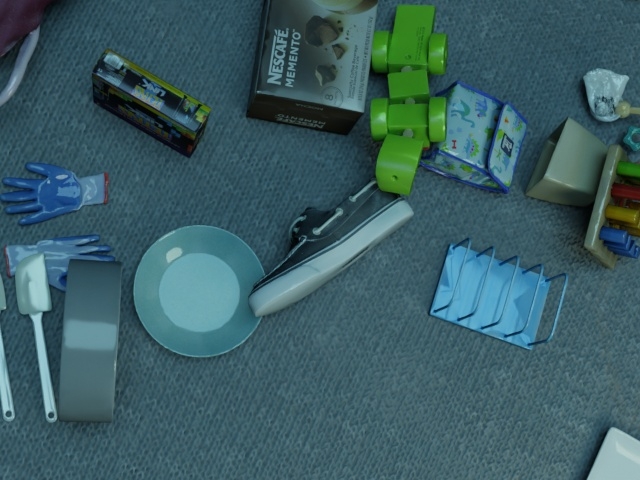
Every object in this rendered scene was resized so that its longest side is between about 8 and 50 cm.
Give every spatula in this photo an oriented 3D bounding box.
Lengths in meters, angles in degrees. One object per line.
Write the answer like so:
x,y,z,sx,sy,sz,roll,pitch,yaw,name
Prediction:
-0.460,0.148,1.563,0.168,0.019,0.242,-8,85,-10,spatula

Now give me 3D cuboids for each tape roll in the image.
-0.310,0.135,1.489,0.072,0.219,0.219,4,79,-11,tape roll

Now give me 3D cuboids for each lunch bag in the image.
0.244,-0.156,1.709,0.151,0.096,0.129,23,74,-18,lunch bag

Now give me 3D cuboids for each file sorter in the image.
0.270,0.078,1.660,0.170,0.104,0.118,19,76,-5,file sorter

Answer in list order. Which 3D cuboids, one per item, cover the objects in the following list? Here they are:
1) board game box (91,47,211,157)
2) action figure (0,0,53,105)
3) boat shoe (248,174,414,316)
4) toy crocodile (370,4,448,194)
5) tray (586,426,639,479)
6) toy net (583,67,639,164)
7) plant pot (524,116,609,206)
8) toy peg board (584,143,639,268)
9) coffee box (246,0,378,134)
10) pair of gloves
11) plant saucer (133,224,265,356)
-0.248,-0.196,1.601,0.170,0.141,0.048,30,75,-3,board game box
-0.396,-0.384,1.587,0.370,0.248,0.276,-44,125,-38,action figure
0.000,0.000,1.622,0.301,0.108,0.102,-35,80,-22,boat shoe
0.136,-0.226,1.676,0.115,0.105,0.340,0,58,8,toy crocodile
0.441,0.433,1.661,0.145,0.030,0.270,30,76,-4,tray
0.499,-0.176,1.783,0.122,0.045,0.232,-44,86,15,toy net
0.393,-0.110,1.709,0.096,0.109,0.109,25,76,0,plant pot
0.474,-0.043,1.672,0.079,0.161,0.161,12,83,29,toy peg board
-0.007,-0.328,1.679,0.168,0.119,0.297,10,78,-9,coffee box
-0.383,-0.019,1.606,0.159,0.023,0.198,-3,79,-10,pair of gloves
-0.176,0.075,1.616,0.195,0.037,0.195,2,80,-9,plant saucer
